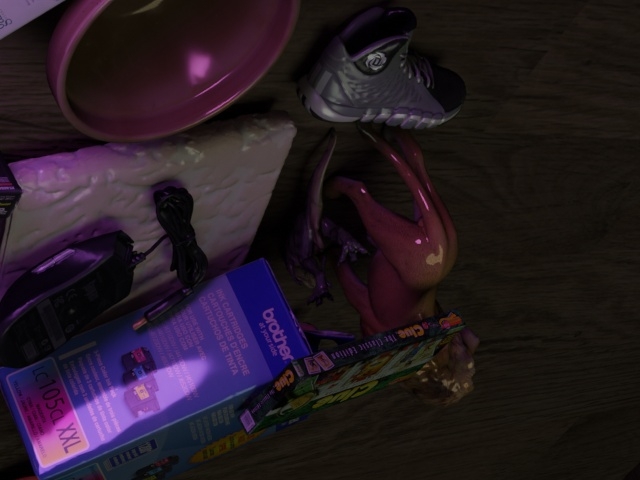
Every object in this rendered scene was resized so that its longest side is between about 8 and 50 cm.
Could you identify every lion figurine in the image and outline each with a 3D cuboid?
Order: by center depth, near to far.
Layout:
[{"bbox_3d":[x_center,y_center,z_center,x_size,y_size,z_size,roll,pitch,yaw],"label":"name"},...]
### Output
[{"bbox_3d":[0.106,0.039,1.899,0.142,0.240,0.392,-28,151,-11],"label":"lion figurine"}]

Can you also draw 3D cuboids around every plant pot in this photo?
[{"bbox_3d":[-0.145,-0.205,1.381,0.237,0.110,0.237,-26,152,-15],"label":"plant pot"}]

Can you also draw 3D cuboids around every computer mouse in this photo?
[{"bbox_3d":[-0.237,0.052,1.647,0.262,0.060,0.184,-39,150,-14],"label":"computer mouse"}]

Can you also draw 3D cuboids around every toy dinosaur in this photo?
[{"bbox_3d":[0.000,0.000,1.857,0.064,0.118,0.268,-11,146,-23],"label":"toy dinosaur"}]

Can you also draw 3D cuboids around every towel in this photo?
[{"bbox_3d":[-0.210,-0.004,1.697,0.331,0.053,0.317,-15,148,-31],"label":"towel"}]

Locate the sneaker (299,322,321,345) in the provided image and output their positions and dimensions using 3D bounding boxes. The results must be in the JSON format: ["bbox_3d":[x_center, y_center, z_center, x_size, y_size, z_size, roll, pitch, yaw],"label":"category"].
[{"bbox_3d":[-0.041,0.165,2.139,0.074,0.063,0.170,-6,147,-41],"label":"sneaker"}]

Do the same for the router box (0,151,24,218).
[{"bbox_3d":[-0.344,-0.063,1.415,0.122,0.092,0.038,-4,140,-43],"label":"router box"}]

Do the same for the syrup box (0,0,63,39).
[{"bbox_3d":[-0.202,-0.266,1.238,0.237,0.096,0.093,-32,151,-3],"label":"syrup box"}]

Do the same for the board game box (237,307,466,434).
[{"bbox_3d":[0.038,0.149,1.780,0.259,0.030,0.136,-15,158,-39],"label":"board game box"}]

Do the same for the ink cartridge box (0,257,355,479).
[{"bbox_3d":[-0.157,0.169,1.845,0.395,0.151,0.270,-24,163,-9],"label":"ink cartridge box"}]

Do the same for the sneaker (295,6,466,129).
[{"bbox_3d":[0.092,-0.192,1.687,0.228,0.086,0.132,-7,140,-39],"label":"sneaker"}]

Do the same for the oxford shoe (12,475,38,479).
[{"bbox_3d":[-0.474,0.441,2.038,0.363,0.133,0.130,-37,152,5],"label":"oxford shoe"}]
